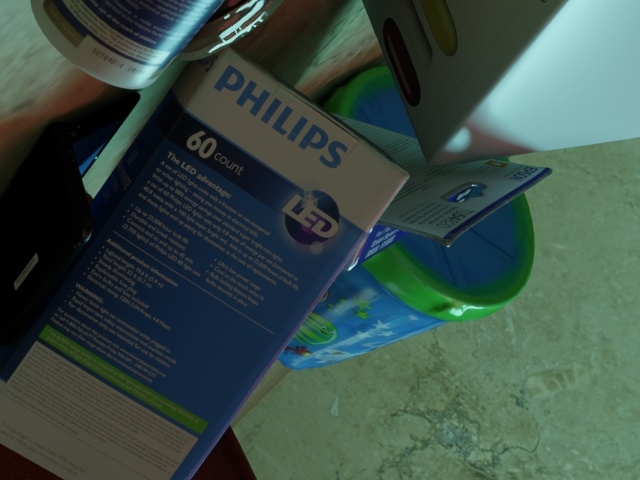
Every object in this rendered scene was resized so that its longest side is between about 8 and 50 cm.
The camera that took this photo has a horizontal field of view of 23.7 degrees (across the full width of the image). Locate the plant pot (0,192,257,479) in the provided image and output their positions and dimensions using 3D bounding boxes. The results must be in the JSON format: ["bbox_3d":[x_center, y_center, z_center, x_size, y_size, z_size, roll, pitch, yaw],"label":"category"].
[{"bbox_3d":[-0.176,0.162,1.066,0.267,0.236,0.267,-41,173,-8],"label":"plant pot"}]

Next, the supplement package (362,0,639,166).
[{"bbox_3d":[0.183,-0.183,1.009,0.204,0.145,0.262,-9,157,-27],"label":"supplement package"}]

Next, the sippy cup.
[{"bbox_3d":[0.031,0.000,1.346,0.305,0.240,0.224,24,138,-34],"label":"sippy cup"}]

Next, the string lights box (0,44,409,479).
[{"bbox_3d":[-0.081,0.024,0.893,0.260,0.133,0.077,-54,-162,6],"label":"string lights box"}]

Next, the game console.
[{"bbox_3d":[-0.144,-0.012,0.865,0.071,0.107,0.122,5,141,-37],"label":"game console"}]

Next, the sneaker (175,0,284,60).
[{"bbox_3d":[-0.023,-0.165,0.670,0.188,0.066,0.071,-49,161,3],"label":"sneaker"}]

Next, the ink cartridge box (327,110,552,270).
[{"bbox_3d":[0.022,-0.036,1.054,0.223,0.224,0.045,-28,131,-60],"label":"ink cartridge box"}]

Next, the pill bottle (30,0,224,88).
[{"bbox_3d":[-0.061,-0.125,0.627,0.120,0.067,0.067,-45,172,28],"label":"pill bottle"}]
